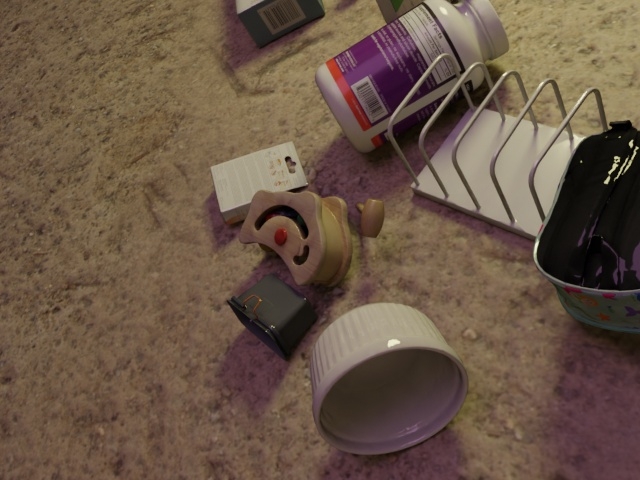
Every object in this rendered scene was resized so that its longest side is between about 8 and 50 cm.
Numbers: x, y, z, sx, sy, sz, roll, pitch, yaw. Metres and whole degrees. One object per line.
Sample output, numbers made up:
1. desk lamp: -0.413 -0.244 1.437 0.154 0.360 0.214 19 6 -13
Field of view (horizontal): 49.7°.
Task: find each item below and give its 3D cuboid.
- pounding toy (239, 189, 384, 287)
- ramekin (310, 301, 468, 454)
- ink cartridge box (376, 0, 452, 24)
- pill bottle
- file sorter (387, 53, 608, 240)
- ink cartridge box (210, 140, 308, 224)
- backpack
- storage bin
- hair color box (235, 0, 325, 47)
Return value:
1. pounding toy: 0.000 0.000 1.192 0.269 0.154 0.154 7 90 45
2. ramekin: 0.083 0.178 0.925 0.207 0.207 0.109 -30 39 9
3. ink cartridge box: 0.212 -0.550 1.403 0.219 0.160 0.093 -40 49 0
4. pill bottle: 0.164 -0.308 1.241 0.322 0.181 0.182 -30 47 8
5. file sorter: 0.275 -0.152 1.067 0.277 0.173 0.193 28 75 41
6. ink cartridge box: -0.123 -0.117 1.384 0.179 0.045 0.145 -17 48 -4
7. backpack: 0.399 -0.004 0.866 0.225 0.191 0.254 7 53 47
8. storage bin: -0.078 0.114 1.144 0.091 0.098 0.135 -43 46 -18
9. hair color box: -0.115 -0.665 1.717 0.185 0.114 0.375 -23 50 15
